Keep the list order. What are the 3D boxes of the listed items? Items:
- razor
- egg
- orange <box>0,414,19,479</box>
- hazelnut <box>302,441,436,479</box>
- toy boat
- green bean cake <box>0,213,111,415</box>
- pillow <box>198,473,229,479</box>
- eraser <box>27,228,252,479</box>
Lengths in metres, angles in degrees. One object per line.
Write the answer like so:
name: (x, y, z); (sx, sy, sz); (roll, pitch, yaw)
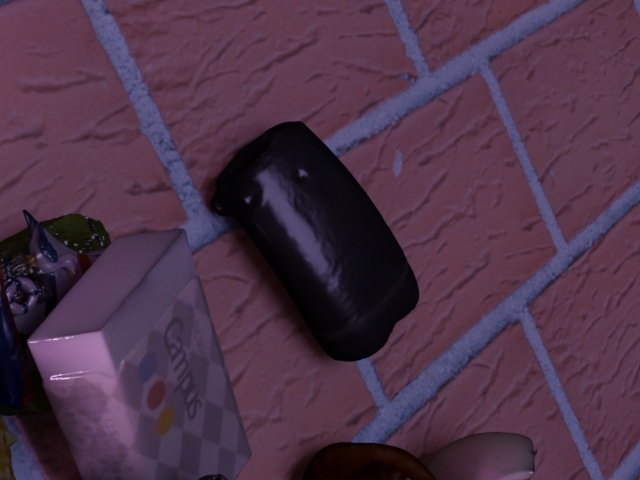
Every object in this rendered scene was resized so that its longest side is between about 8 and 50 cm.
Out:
razor: (0.002, 0.000, 1.886); (0.349, 0.113, 0.204); (54, 51, -20)
egg: (0.226, 0.397, 1.977); (0.206, 0.162, 0.271); (-76, 173, -61)
orange: (-0.426, 0.290, 1.338); (0.271, 0.210, 0.368); (23, 62, -36)
hazelnut: (0.072, 0.356, 1.838); (0.204, 0.178, 0.178); (14, 67, -9)
toy boat: (-0.303, 0.080, 1.461); (0.318, 0.072, 0.219); (18, 71, -51)
green bean cake: (-0.318, 0.086, 1.552); (0.214, 0.113, 0.200); (-36, 104, -42)
pillow: (-0.112, 0.413, 1.578); (0.093, 0.335, 0.161); (-10, 48, -21)
eraser: (-0.198, 0.188, 1.540); (0.213, 0.082, 0.397); (-53, 146, -38)
